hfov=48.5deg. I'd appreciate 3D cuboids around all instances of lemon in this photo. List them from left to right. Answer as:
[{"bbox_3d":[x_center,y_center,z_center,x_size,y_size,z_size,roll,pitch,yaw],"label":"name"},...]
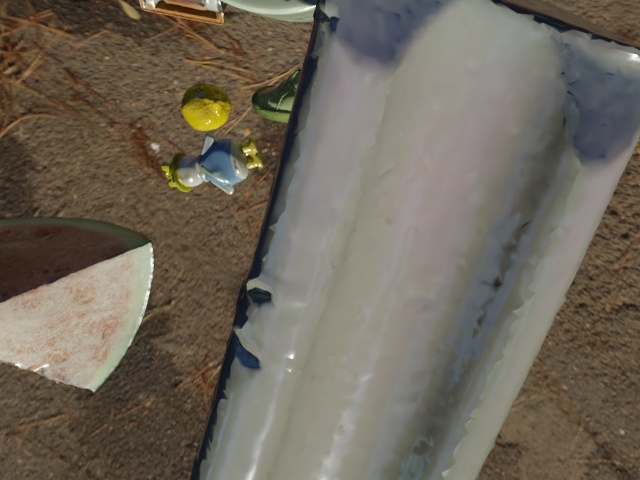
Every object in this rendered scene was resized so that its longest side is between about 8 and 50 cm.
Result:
[{"bbox_3d":[-0.153,-0.179,0.952,0.065,0.092,0.065,1,88,-31],"label":"lemon"}]

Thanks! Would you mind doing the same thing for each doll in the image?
[{"bbox_3d":[-0.256,-0.173,1.638,0.241,0.098,0.135,-10,149,18],"label":"doll"}]

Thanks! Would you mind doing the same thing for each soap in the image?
[{"bbox_3d":[0.051,-0.004,0.587,0.213,0.350,0.435,15,111,-6],"label":"soap"}]

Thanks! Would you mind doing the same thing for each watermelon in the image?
[{"bbox_3d":[-0.408,0.053,1.041,0.283,0.292,0.250,28,78,6],"label":"watermelon"}]

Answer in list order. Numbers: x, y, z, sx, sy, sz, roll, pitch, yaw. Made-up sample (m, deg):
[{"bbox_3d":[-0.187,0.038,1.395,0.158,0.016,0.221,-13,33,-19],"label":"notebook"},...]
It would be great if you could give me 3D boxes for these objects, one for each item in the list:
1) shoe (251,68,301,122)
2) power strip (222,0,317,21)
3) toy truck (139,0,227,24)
[{"bbox_3d":[-0.022,-0.310,1.549,0.262,0.140,0.128,22,105,31],"label":"shoe"},{"bbox_3d":[-0.032,-0.435,0.867,0.358,0.161,0.357,2,105,9],"label":"power strip"},{"bbox_3d":[-0.228,-0.568,1.176,0.173,0.387,0.206,11,60,2],"label":"toy truck"}]
